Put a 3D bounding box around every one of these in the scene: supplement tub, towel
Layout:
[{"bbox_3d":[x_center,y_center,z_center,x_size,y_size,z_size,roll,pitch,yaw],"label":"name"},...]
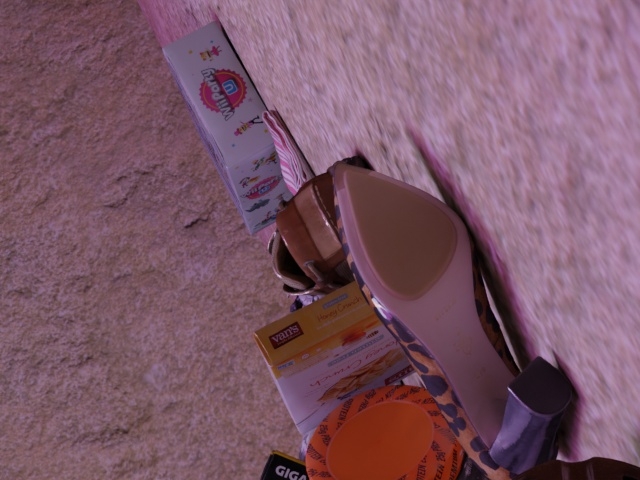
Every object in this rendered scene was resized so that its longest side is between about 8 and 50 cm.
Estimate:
[{"bbox_3d":[0.114,0.330,1.338,0.338,0.207,0.207,67,174,-33],"label":"supplement tub"},{"bbox_3d":[-0.030,-0.077,1.714,0.144,0.029,0.197,61,174,31],"label":"towel"}]

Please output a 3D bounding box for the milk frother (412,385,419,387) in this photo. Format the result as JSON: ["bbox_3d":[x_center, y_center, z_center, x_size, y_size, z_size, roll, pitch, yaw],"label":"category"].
[{"bbox_3d":[0.132,0.276,1.605,0.134,0.129,0.143,81,-155,-71],"label":"milk frother"}]

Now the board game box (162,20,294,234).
[{"bbox_3d":[-0.134,-0.167,1.921,0.224,0.098,0.303,61,175,17],"label":"board game box"}]

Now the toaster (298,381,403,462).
[{"bbox_3d":[0.052,0.271,1.827,0.129,0.227,0.146,24,161,9],"label":"toaster"}]

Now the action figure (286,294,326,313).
[{"bbox_3d":[0.008,0.145,2.059,0.185,0.099,0.285,-107,-2,-64],"label":"action figure"}]

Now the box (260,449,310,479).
[{"bbox_3d":[0.037,0.390,1.692,0.257,0.079,0.322,20,162,5],"label":"box"}]

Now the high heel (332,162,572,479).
[{"bbox_3d":[0.086,0.070,0.944,0.261,0.093,0.186,51,164,24],"label":"high heel"}]

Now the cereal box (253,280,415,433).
[{"bbox_3d":[0.031,0.115,1.290,0.047,0.173,0.240,60,174,25],"label":"cereal box"}]

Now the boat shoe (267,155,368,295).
[{"bbox_3d":[0.000,0.000,1.308,0.122,0.120,0.324,62,174,13],"label":"boat shoe"}]

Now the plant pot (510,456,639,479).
[{"bbox_3d":[0.161,0.229,0.733,0.167,0.167,0.165,-124,16,-53],"label":"plant pot"}]
